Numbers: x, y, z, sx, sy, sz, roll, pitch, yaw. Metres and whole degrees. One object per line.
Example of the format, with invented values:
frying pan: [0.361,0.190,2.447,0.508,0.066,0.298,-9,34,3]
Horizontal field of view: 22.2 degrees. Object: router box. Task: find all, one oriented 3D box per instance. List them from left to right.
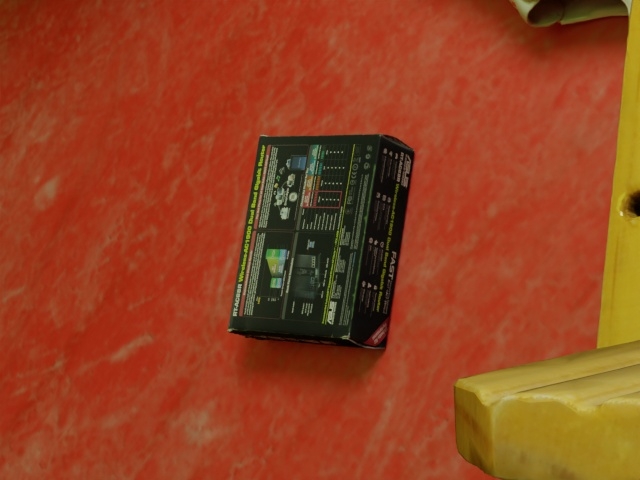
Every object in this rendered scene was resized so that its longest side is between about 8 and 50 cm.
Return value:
router box: [0.000,0.000,0.951,0.092,0.038,0.122,3,79,38]

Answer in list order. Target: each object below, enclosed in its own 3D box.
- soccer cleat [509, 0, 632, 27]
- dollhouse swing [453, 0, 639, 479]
soccer cleat: [0.108,-0.158,0.895,0.196,0.068,0.076,19,93,37]
dollhouse swing: [0.246,-0.047,0.602,0.347,0.305,0.315,-1,78,39]
